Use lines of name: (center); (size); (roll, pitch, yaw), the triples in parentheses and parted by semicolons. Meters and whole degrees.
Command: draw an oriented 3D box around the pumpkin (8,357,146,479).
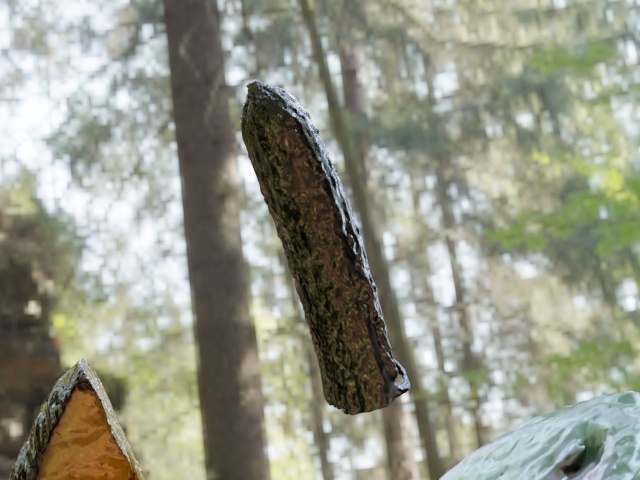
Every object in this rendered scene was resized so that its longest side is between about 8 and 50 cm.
pumpkin: (-0.191, 0.213, 1.138); (0.163, 0.111, 0.278); (-22, -63, -5)

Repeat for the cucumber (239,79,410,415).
cucumber: (0.001, 0.000, 1.136); (0.067, 0.245, 0.067); (-17, 8, 2)

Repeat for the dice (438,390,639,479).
dice: (0.210, 0.320, 1.123); (0.322, 0.318, 0.330); (45, -35, -10)
